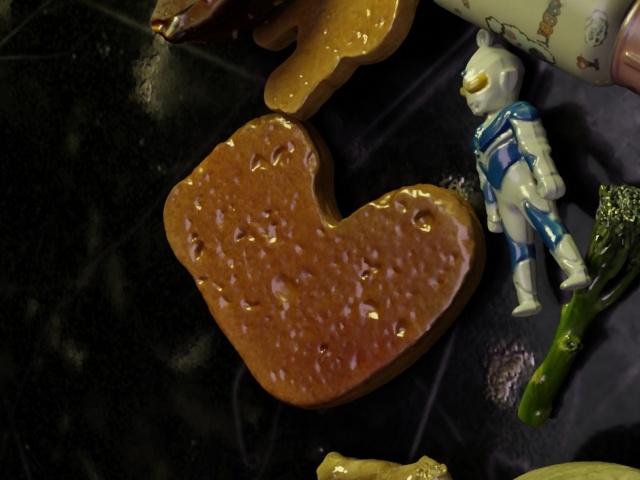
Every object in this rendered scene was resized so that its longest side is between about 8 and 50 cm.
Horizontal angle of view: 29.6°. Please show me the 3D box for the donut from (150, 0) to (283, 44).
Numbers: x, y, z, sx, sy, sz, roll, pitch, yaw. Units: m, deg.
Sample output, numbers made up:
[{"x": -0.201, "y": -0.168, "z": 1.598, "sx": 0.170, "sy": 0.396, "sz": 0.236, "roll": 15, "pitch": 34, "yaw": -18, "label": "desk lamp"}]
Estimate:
[{"x": -0.093, "y": -0.287, "z": 1.073, "sx": 0.230, "sy": 0.096, "sz": 0.216, "roll": 44, "pitch": 108, "yaw": 37, "label": "donut"}]

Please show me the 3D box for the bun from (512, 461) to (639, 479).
[{"x": 0.205, "y": 0.270, "z": 0.891, "sx": 0.237, "sy": 0.116, "sz": 0.210, "roll": -4, "pitch": 96, "yaw": 9, "label": "bun"}]

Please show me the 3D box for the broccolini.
[{"x": 0.213, "y": 0.056, "z": 0.949, "sx": 0.067, "sy": 0.058, "sz": 0.216, "roll": 35, "pitch": 124, "yaw": 30, "label": "broccolini"}]

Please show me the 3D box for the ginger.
[{"x": 0.063, "y": 0.236, "z": 1.059, "sx": 0.165, "sy": 0.067, "sz": 0.096, "roll": -3, "pitch": 94, "yaw": 49, "label": "ginger"}]

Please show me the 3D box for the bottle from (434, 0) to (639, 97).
[{"x": 0.196, "y": -0.175, "z": 0.884, "sx": 0.233, "sy": 0.110, "sz": 0.110, "roll": 34, "pitch": 114, "yaw": 27, "label": "bottle"}]

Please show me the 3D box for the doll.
[{"x": 0.149, "y": -0.059, "z": 0.953, "sx": 0.114, "sy": 0.057, "sz": 0.227, "roll": 129, "pitch": 132, "yaw": -68, "label": "doll"}]

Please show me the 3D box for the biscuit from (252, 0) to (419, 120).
[{"x": 0.028, "y": -0.206, "z": 1.019, "sx": 0.236, "sy": 0.040, "sz": 0.144, "roll": -33, "pitch": 62, "yaw": 37, "label": "biscuit"}]

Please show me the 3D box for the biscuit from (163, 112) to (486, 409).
[{"x": 0.001, "y": 0.000, "z": 1.082, "sx": 0.262, "sy": 0.052, "sz": 0.277, "roll": -46, "pitch": 69, "yaw": 25, "label": "biscuit"}]
